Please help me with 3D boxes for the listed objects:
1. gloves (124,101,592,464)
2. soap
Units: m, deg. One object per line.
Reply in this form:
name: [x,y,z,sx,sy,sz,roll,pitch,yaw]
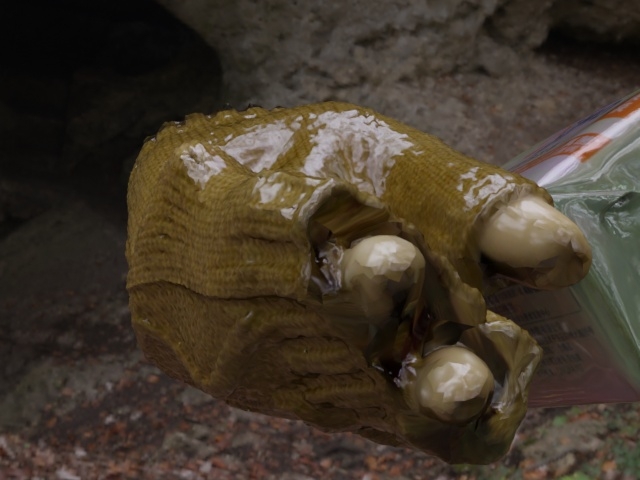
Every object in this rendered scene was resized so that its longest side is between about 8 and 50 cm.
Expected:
gloves: [-0.002,0.013,0.504,0.203,0.156,0.356,-8,14,-17]
soap: [0.170,0.004,0.613,0.182,0.138,0.199,-33,2,-24]
